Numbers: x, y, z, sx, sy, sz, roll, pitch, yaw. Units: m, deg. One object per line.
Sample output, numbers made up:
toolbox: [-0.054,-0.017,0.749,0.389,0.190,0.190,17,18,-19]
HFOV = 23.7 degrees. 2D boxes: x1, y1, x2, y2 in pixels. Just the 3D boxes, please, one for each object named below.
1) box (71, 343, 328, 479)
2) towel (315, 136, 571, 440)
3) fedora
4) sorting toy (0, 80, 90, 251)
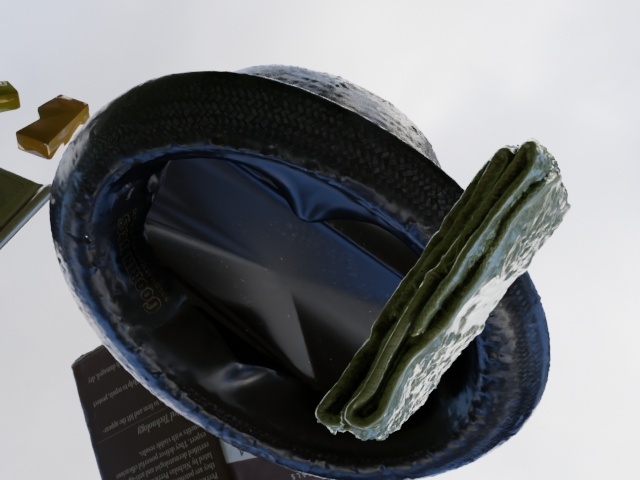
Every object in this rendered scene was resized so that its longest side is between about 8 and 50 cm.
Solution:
box: [-0.082,0.165,1.316,0.167,0.168,0.203,-31,-108,40]
towel: [0.046,0.017,0.510,0.027,0.148,0.110,36,-85,8]
fedora: [0.000,0.000,0.981,0.334,0.334,0.152,3,-139,20]
sorting toy: [-0.327,-0.047,1.188,0.229,0.041,0.307,19,-135,18]
